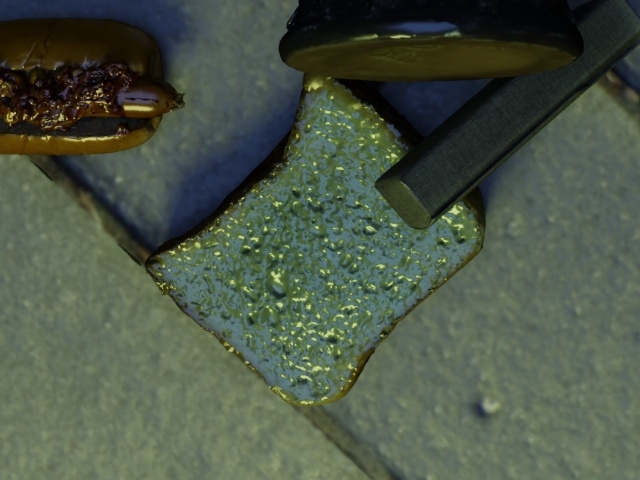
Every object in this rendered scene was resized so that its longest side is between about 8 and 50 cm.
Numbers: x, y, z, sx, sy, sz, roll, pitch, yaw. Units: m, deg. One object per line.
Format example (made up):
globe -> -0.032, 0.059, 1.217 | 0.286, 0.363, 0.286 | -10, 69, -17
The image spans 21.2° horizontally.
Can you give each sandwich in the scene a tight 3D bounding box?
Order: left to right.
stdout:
sandwich -> 0.000, 0.000, 1.257 | 0.186, 0.065, 0.215 | 44, 104, -1

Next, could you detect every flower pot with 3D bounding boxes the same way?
flower pot -> 0.069, -0.242, 1.080 | 0.266, 0.266, 0.267 | 1, 88, 9

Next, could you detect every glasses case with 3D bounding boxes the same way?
glasses case -> 0.132, -0.089, 1.179 | 0.205, 0.071, 0.047 | -40, 96, -11

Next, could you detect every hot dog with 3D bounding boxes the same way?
hot dog -> -0.221, -0.113, 1.265 | 0.249, 0.076, 0.102 | 1, 97, 9
